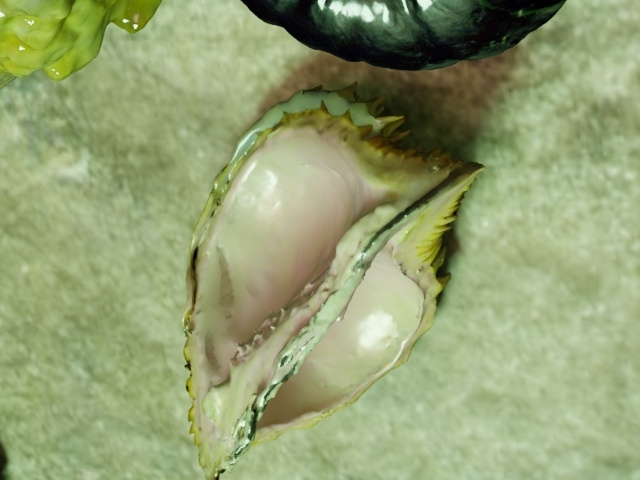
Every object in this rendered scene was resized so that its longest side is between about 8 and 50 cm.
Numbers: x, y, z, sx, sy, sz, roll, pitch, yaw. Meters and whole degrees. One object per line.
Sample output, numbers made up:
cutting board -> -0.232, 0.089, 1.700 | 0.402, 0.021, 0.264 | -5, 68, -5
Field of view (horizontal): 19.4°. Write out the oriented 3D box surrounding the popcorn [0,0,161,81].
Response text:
popcorn -> -0.175, -0.235, 1.284 | 0.174, 0.225, 0.286 | 43, 126, 3

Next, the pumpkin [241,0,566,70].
pumpkin -> 0.040, -0.230, 1.130 | 0.296, 0.296, 0.296 | 11, 115, 26

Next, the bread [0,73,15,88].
bread -> -0.402, -0.200, 1.365 | 0.143, 0.333, 0.323 | -40, 86, 32

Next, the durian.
durian -> -0.011, 0.002, 1.342 | 0.195, 0.185, 0.305 | 48, 123, 28
